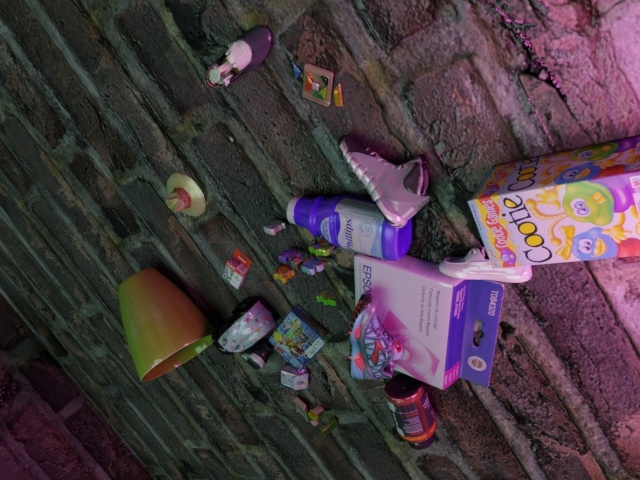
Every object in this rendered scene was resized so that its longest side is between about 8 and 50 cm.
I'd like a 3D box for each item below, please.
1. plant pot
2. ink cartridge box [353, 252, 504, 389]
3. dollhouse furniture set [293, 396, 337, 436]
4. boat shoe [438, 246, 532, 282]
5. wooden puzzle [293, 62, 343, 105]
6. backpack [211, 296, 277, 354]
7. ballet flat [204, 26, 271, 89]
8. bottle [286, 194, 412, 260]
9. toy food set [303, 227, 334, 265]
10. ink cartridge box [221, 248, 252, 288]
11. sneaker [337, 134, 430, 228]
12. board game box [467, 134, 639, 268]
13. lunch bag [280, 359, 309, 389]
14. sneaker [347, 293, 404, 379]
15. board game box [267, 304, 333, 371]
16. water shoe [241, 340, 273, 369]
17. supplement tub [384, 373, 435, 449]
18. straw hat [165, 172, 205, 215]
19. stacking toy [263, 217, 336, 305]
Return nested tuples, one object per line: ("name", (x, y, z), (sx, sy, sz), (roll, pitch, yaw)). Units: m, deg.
("plant pot", (-0.513, 0.245, 1.824), (0.294, 0.274, 0.275), (56, 138, 11))
("ink cartridge box", (0.234, 0.191, 1.329), (0.329, 0.071, 0.324), (17, 130, 28))
("dollhouse furniture set", (-0.018, 0.545, 1.824), (0.151, 0.058, 0.076), (33, 147, 40))
("boat shoe", (0.325, 0.043, 1.152), (0.184, 0.066, 0.063), (6, 111, 37))
("wooden puzzle", (-0.006, -0.313, 1.164), (0.116, 0.014, 0.079), (21, 132, 24))
("backpack", (-0.214, 0.248, 1.674), (0.115, 0.152, 0.182), (45, 125, -8))
("ballet flat", (-0.181, -0.374, 1.211), (0.203, 0.074, 0.074), (-21, 107, 44))
("bottle", (0.058, -0.040, 1.266), (0.282, 0.092, 0.118), (16, 131, 28))
("toy food set", (0.000, 0.000, 1.397), (0.077, 0.019, 0.122), (9, 122, 32))
("ink cartridge box", (-0.237, 0.081, 1.631), (0.062, 0.029, 0.115), (38, 137, 8))
("sneaker", (0.140, -0.147, 1.147), (0.132, 0.086, 0.229), (-37, 73, 15))
("board game box", (0.411, -0.059, 0.946), (0.275, 0.142, 0.144), (-9, 116, 41))
("lunch bag", (-0.076, 0.412, 1.746), (0.083, 0.053, 0.071), (17, 132, 15))
("sneaker", (0.134, 0.224, 1.331), (0.125, 0.104, 0.262), (9, 134, 13))
("board game box", (-0.062, 0.282, 1.647), (0.136, 0.035, 0.201), (42, 137, 4))
("water shoe", (-0.187, 0.352, 1.774), (0.073, 0.080, 0.203), (45, 163, -6))
("supplement tub", (0.237, 0.448, 1.494), (0.106, 0.106, 0.198), (0, 121, 37))
("straw hat", (-0.388, -0.109, 1.578), (0.144, 0.061, 0.145), (20, 132, 25))
("stacking toy", (-0.045, 0.051, 1.421), (0.221, 0.052, 0.167), (23, 135, 39))
